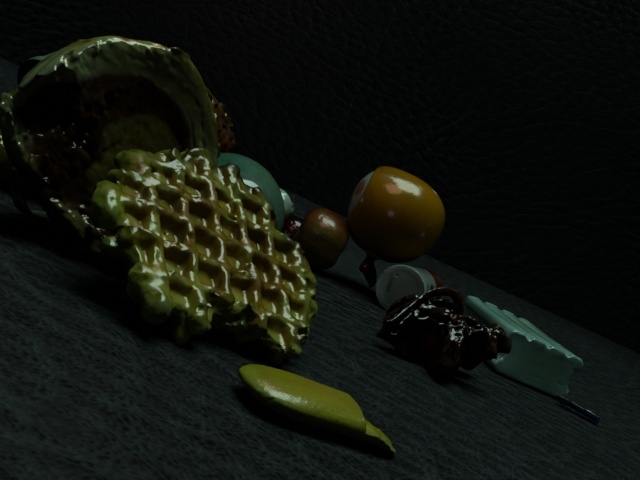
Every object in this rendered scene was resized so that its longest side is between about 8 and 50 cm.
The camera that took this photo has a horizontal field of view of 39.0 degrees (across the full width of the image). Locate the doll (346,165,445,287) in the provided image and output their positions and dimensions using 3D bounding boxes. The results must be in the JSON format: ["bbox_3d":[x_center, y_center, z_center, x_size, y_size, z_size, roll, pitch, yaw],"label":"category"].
[{"bbox_3d":[0.140,-0.022,1.833,0.213,0.236,0.213,25,-6,3],"label":"doll"}]

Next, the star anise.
[{"bbox_3d":[0.195,0.140,1.385,0.190,0.126,0.220,30,3,5],"label":"star anise"}]

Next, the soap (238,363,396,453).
[{"bbox_3d":[0.000,0.153,0.842,0.168,0.033,0.089,24,8,-27],"label":"soap"}]

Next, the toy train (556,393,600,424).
[{"bbox_3d":[0.449,0.295,1.584,0.083,0.017,0.017,28,4,16],"label":"toy train"}]

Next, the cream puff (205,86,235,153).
[{"bbox_3d":[-0.322,-0.202,1.673,0.350,0.229,0.350,17,-15,5],"label":"cream puff"}]

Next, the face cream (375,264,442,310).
[{"bbox_3d":[0.183,0.098,1.820,0.096,0.096,0.214,27,6,17],"label":"face cream"}]

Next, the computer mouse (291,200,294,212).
[{"bbox_3d":[-0.185,-0.123,2.419,0.245,0.056,0.126,25,6,-9],"label":"computer mouse"}]

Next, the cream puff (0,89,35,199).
[{"bbox_3d":[-0.416,-0.143,1.220,0.156,0.156,0.121,26,-12,9],"label":"cream puff"}]

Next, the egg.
[{"bbox_3d":[-0.140,-0.047,1.360,0.169,0.169,0.236,23,7,-21],"label":"egg"}]

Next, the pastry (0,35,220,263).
[{"bbox_3d":[-0.257,-0.121,1.076,0.170,0.237,0.256,11,-41,43],"label":"pastry"}]

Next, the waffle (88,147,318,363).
[{"bbox_3d":[-0.114,0.016,0.987,0.300,0.058,0.282,-2,56,-57],"label":"waffle"}]

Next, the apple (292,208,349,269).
[{"bbox_3d":[0.001,-0.002,1.810,0.102,0.126,0.126,27,6,-3],"label":"apple"}]

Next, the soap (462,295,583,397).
[{"bbox_3d":[0.373,0.201,1.749,0.159,0.087,0.265,25,6,-13],"label":"soap"}]

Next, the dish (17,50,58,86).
[{"bbox_3d":[-0.304,-0.168,1.322,0.303,0.120,0.303,34,-30,22],"label":"dish"}]

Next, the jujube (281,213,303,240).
[{"bbox_3d":[-0.076,-0.022,1.915,0.077,0.077,0.129,20,3,-43],"label":"jujube"}]

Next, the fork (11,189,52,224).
[{"bbox_3d":[-0.320,-0.026,1.166,0.034,0.028,0.219,20,-1,26],"label":"fork"}]

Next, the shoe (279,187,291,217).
[{"bbox_3d":[-0.193,-0.086,1.882,0.265,0.095,0.110,12,28,29],"label":"shoe"}]
